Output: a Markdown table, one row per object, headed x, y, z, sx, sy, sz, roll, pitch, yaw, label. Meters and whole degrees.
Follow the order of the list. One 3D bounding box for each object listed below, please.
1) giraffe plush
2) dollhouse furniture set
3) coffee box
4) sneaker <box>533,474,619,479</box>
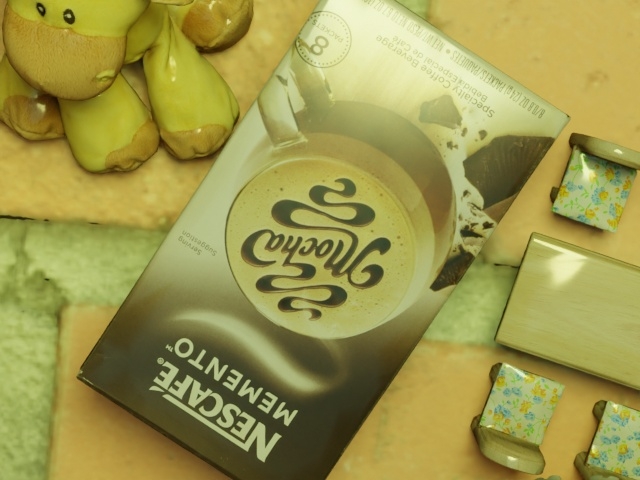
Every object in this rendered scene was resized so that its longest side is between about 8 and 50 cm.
| x | y | z | sx | sy | sz | roll | pitch | yaw | label |
| --- | --- | --- | --- | --- | --- | --- | --- | --- | --- |
| -0.135 | -0.143 | 0.930 | 0.181 | 0.170 | 0.210 | -8 | 96 | 2 | giraffe plush |
| 0.236 | 0.071 | 0.951 | 0.242 | 0.161 | 0.212 | 19 | 96 | -1 | dollhouse furniture set |
| 0.000 | 0.000 | 0.968 | 0.168 | 0.119 | 0.297 | 33 | 95 | -3 | coffee box |
| 0.224 | 0.230 | 0.898 | 0.276 | 0.097 | 0.135 | 18 | 57 | 5 | sneaker |
